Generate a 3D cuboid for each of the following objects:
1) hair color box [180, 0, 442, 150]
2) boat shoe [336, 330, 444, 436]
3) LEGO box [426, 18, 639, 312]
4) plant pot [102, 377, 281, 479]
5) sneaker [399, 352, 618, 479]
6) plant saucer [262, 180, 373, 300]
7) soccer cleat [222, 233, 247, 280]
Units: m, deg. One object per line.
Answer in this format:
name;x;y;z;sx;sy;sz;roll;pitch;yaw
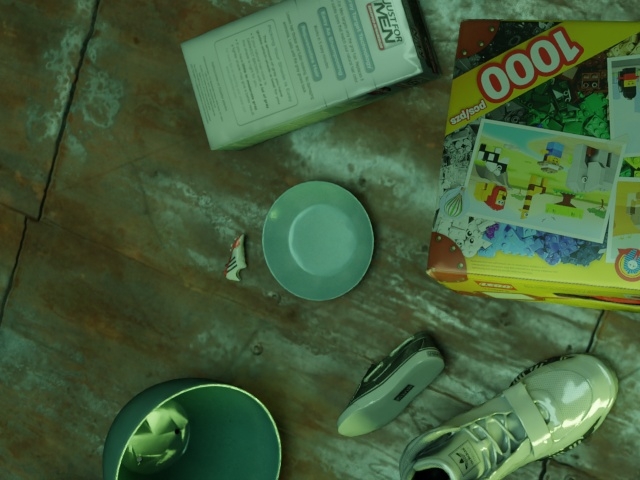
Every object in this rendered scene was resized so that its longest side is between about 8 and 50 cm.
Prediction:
hair color box;-0.018;-0.287;1.860;0.375;0.114;0.185;-18;87;22
boat shoe;0.106;0.230;1.865;0.219;0.078;0.070;-42;43;22
LEGO box;0.429;-0.095;1.609;0.501;0.193;0.372;5;80;21
plant pot;-0.237;0.348;1.919;0.195;0.290;0.290;19;102;57
sneaker;0.266;0.293;1.724;0.366;0.210;0.137;-33;81;20
plant saucer;0.000;0.000;1.908;0.195;0.037;0.194;1;93;21
soccer cleat;-0.137;0.029;1.970;0.036;0.029;0.083;23;104;10
